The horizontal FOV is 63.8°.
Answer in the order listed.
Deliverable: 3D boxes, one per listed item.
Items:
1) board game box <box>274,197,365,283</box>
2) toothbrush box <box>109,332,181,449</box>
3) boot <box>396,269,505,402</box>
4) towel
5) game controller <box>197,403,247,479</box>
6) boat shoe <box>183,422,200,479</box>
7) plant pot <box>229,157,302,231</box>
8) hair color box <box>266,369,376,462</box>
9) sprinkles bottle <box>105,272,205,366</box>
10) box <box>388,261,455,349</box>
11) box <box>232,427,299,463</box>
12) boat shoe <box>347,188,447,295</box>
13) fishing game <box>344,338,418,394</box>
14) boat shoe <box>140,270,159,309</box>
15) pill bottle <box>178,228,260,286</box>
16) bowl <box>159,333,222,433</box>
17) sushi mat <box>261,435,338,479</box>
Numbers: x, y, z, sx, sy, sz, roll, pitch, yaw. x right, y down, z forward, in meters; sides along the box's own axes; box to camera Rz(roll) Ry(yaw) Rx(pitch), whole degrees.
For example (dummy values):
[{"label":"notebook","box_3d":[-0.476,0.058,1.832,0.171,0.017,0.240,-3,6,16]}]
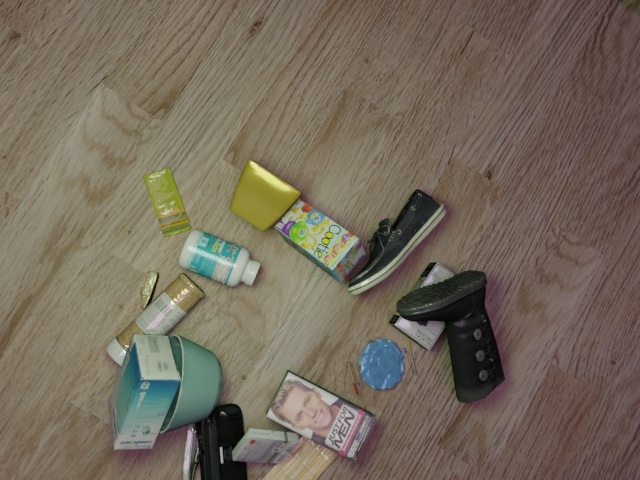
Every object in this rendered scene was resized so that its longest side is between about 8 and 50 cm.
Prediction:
[{"label":"board game box","box_3d":[0.000,0.000,1.800,0.275,0.144,0.142,36,80,26]},{"label":"toothbrush box","box_3d":[-0.564,0.477,1.630,0.126,0.216,0.295,14,113,-33]},{"label":"boot","box_3d":[0.471,0.372,1.835,0.367,0.146,0.444,-17,107,-19]},{"label":"towel","box_3d":[-0.551,-0.137,1.847,0.102,0.021,0.237,-19,88,-11]},{"label":"game controller","box_3d":[-0.335,0.733,1.775,0.167,0.067,0.318,-1,86,-44]},{"label":"boat shoe","box_3d":[-0.430,0.737,1.767,0.070,0.078,0.219,5,82,-8]},{"label":"plant pot","box_3d":[-0.205,-0.151,1.818,0.212,0.212,0.187,34,94,-5]},{"label":"hair color box","box_3d":[-0.001,0.615,1.814,0.348,0.105,0.173,27,79,-1]},{"label":"sprinkles bottle","box_3d":[-0.560,0.275,1.762,0.121,0.121,0.355,45,81,-3]},{"label":"box","box_3d":[0.410,0.244,1.931,0.169,0.087,0.289,38,81,-4]},{"label":"box","box_3d":[-0.187,0.705,1.758,0.186,0.038,0.145,16,122,-29]},{"label":"boat shoe","box_3d":[0.257,0.003,1.883,0.156,0.187,0.500,45,74,-2]},{"label":"fishing game","box_3d":[0.224,0.458,1.911,0.264,0.041,0.189,-17,89,-18]},{"label":"boat shoe","box_3d":[-0.606,0.173,1.802,0.045,0.050,0.135,15,73,-4]},{"label":"pill bottle","box_3d":[-0.348,0.071,1.799,0.264,0.146,0.146,22,83,-7]},{"label":"bowl","box_3d":[-0.433,0.475,1.701,0.163,0.312,0.311,15,83,-31]},{"label":"sushi mat","box_3d":[-0.057,0.801,1.850,0.151,0.019,0.316,45,81,-2]}]
